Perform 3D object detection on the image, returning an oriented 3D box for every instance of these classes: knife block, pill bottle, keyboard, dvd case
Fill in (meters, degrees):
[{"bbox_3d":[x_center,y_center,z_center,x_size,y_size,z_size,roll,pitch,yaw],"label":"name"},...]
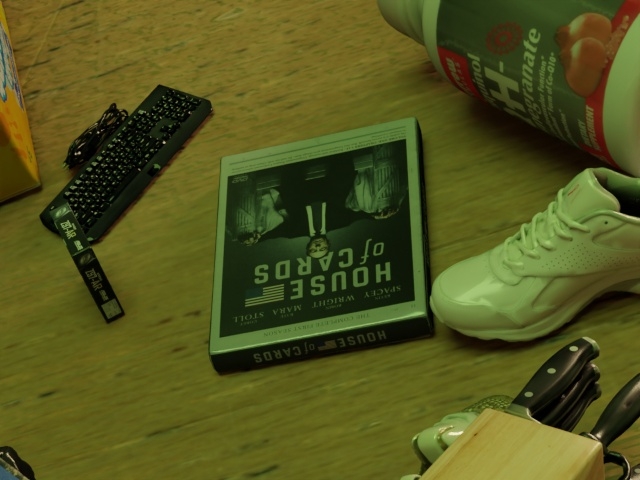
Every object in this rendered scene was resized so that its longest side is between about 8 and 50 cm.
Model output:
[{"bbox_3d":[0.122,0.161,1.178,0.088,0.275,0.242,14,81,32],"label":"knife block"},{"bbox_3d":[0.196,-0.182,1.546,0.176,0.176,0.318,-39,45,-20],"label":"pill bottle"},{"bbox_3d":[-0.189,-0.081,1.691,0.100,0.038,0.192,15,52,33],"label":"keyboard"},{"bbox_3d":[0.000,0.000,1.541,0.179,0.029,0.239,-11,42,10],"label":"dvd case"}]

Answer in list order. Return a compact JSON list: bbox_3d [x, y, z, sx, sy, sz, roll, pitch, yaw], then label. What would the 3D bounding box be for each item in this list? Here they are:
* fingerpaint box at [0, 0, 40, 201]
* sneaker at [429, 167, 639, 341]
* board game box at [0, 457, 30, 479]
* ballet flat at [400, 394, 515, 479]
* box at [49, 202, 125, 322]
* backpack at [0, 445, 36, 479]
[{"bbox_3d":[-0.426,-0.283,1.743,0.163,0.371,0.445,-22,41,1],"label":"fingerpaint box"},{"bbox_3d":[0.187,-0.004,1.408,0.232,0.115,0.090,-19,42,1],"label":"sneaker"},{"bbox_3d":[-0.159,0.303,1.074,0.141,0.291,0.232,-33,42,-31],"label":"board game box"},{"bbox_3d":[0.087,0.171,1.293,0.073,0.067,0.206,-17,35,38],"label":"ballet flat"},{"bbox_3d":[-0.194,0.019,1.553,0.018,0.083,0.067,-27,42,-7],"label":"box"},{"bbox_3d":[-0.283,0.234,1.340,0.182,0.115,0.152,-25,45,-2],"label":"backpack"}]
